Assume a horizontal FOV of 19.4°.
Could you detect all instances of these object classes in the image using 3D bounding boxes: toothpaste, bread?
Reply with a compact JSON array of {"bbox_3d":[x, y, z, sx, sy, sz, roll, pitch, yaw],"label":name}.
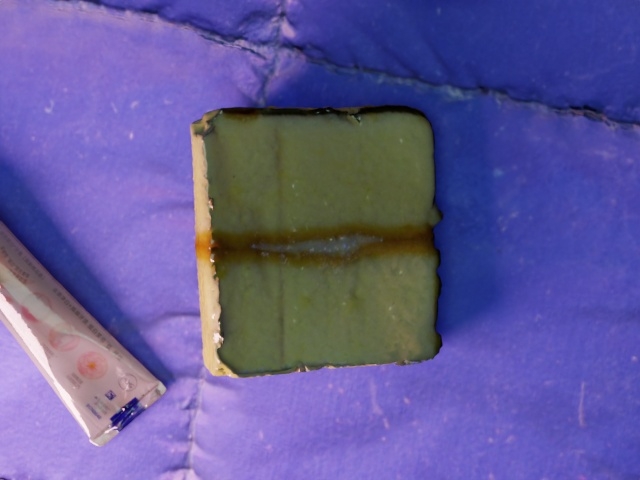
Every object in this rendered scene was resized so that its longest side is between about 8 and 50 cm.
[{"bbox_3d":[-0.299,0.065,1.943,0.100,0.066,0.323,-40,92,8],"label":"toothpaste"},{"bbox_3d":[0.000,0.000,1.812,0.236,0.198,0.263,-2,94,6],"label":"bread"}]
